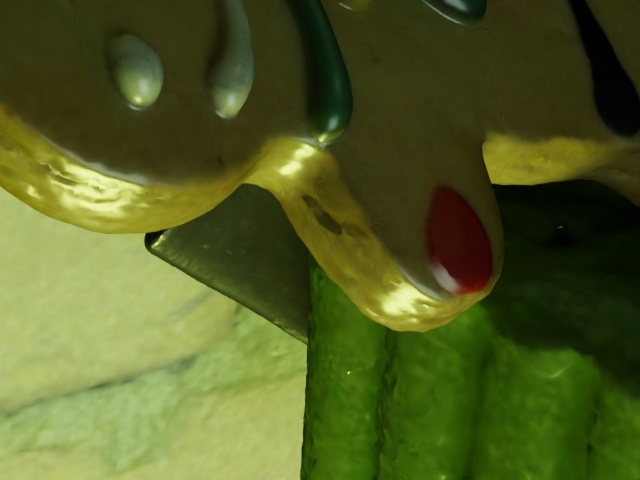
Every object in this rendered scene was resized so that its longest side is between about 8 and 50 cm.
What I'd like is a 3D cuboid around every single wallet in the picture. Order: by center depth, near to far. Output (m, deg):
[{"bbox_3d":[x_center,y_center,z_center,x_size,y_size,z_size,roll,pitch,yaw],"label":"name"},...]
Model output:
[{"bbox_3d":[0.000,0.000,0.670,0.082,0.018,0.156,-55,138,2],"label":"wallet"}]

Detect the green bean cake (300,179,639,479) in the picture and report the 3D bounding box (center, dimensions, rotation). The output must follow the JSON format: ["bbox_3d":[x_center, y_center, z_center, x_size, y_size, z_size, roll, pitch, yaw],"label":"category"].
[{"bbox_3d":[0.147,0.053,0.640,0.250,0.247,0.156,-17,122,-41],"label":"green bean cake"}]

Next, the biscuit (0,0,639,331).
[{"bbox_3d":[0.017,-0.070,0.511,0.301,0.197,0.049,-9,155,-38],"label":"biscuit"}]
